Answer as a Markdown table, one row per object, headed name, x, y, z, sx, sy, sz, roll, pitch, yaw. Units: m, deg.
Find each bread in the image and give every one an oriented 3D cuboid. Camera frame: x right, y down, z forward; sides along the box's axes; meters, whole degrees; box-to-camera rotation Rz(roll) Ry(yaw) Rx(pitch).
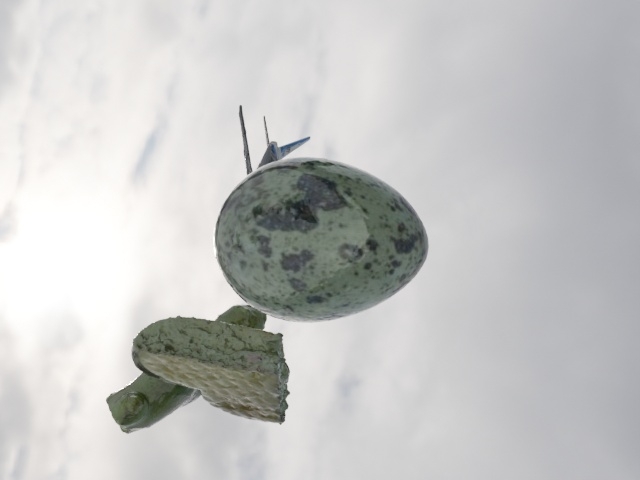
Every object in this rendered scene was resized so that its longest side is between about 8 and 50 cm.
| name | x | y | z | sx | sy | sz | roll | pitch | yaw |
| --- | --- | --- | --- | --- | --- | --- | --- | --- | --- |
| bread | -0.110 | 0.147 | 1.361 | 0.172 | 0.232 | 0.064 | -23 | -133 | 43 |

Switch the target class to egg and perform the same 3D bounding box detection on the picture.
| name | x | y | z | sx | sy | sz | roll | pitch | yaw |
| --- | --- | --- | --- | --- | --- | --- | --- | --- | --- |
| egg | 0.000 | 0.000 | 0.901 | 0.132 | 0.172 | 0.132 | 3 | 90 | -82 |

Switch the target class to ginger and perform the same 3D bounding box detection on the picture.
| name | x | y | z | sx | sy | sz | roll | pitch | yaw |
| --- | --- | --- | --- | --- | --- | --- | --- | --- | --- |
| ginger | -0.197 | 0.192 | 1.697 | 0.089 | 0.290 | 0.137 | 39 | -41 | 29 |

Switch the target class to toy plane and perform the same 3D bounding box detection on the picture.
| name | x | y | z | sx | sy | sz | roll | pitch | yaw |
| --- | --- | --- | --- | --- | --- | --- | --- | --- | --- |
| toy plane | -0.072 | -0.052 | 1.364 | 0.226 | 0.058 | 0.226 | 119 | -40 | -48 |
